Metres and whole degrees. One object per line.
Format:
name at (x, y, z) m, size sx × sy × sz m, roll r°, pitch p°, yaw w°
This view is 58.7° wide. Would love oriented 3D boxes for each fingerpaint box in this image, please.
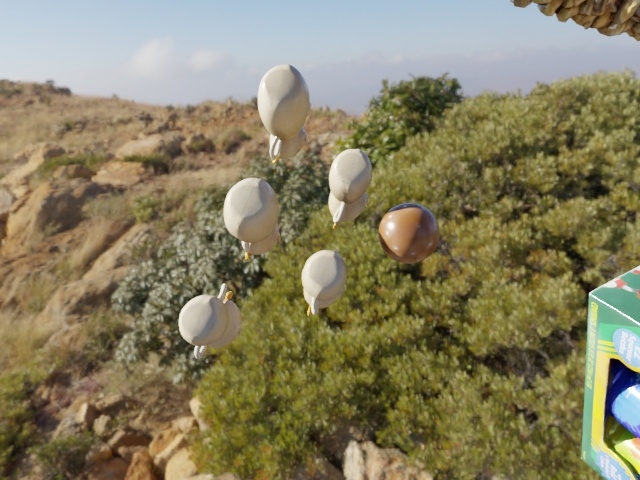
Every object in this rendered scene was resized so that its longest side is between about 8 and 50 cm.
fingerpaint box at (0.618, 0.314, 0.909) m, size 0.163 × 0.445 × 0.371 m, roll -23°, pitch 33°, yaw -14°

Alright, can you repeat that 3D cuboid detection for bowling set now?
bowling set at (0.000, 0.000, 0.549) m, size 0.200 × 0.287 × 0.154 m, roll 20°, pitch -10°, yaw 3°

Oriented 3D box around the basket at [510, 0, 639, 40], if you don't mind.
basket at (0.153, -0.294, 0.295) m, size 0.223 × 0.299 × 0.213 m, roll 19°, pitch 45°, yaw 7°
